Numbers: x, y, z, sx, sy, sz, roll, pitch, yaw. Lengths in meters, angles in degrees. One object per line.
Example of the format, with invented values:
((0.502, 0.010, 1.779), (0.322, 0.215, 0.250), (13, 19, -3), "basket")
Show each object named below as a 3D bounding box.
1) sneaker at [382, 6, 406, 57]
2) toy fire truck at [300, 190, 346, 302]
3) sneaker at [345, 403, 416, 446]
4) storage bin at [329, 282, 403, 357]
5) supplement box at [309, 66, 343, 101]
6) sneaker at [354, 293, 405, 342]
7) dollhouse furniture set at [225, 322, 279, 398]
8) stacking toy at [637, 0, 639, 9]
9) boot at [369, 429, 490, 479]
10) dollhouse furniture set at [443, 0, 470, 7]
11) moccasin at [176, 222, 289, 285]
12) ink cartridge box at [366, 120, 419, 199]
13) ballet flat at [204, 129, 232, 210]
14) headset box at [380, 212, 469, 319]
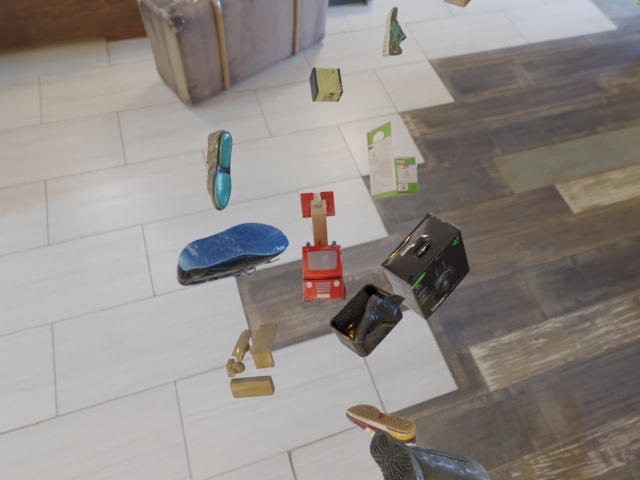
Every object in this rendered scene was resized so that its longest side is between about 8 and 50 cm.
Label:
((0.258, -0.708, 1.535), (0.076, 0.065, 0.166), (8, 97, 8), "sneaker")
((0.000, 0.000, 0.550), (0.047, 0.192, 0.135), (-3, 89, -1), "toy fire truck")
((0.128, 0.426, 0.997), (0.070, 0.186, 0.083), (-6, 95, -40), "sneaker")
((0.131, 0.225, 1.281), (0.180, 0.084, 0.122), (-43, 39, -18), "storage bin")
((0.017, -0.464, 1.343), (0.083, 0.056, 0.083), (-4, 77, -15), "supplement box")
((0.158, 0.206, 1.182), (0.089, 0.051, 0.170), (27, 57, -1), "sneaker")
((-0.177, 0.331, 1.246), (0.144, 0.151, 0.123), (-8, 23, 10), "dollhouse furniture set")
((0.486, -0.403, 0.587), (0.221, 0.166, 0.052), (-8, 42, -48), "stacking toy")
((0.205, 0.411, 0.780), (0.209, 0.189, 0.076), (29, 93, -12), "boot")
((0.075, -0.300, 0.447), (0.101, 0.182, 0.161), (38, 80, 30), "dollhouse furniture set")
((-0.240, 0.034, 1.213), (0.342, 0.116, 0.137), (-10, 55, -44), "moccasin")
((0.256, -0.285, 1.625), (0.097, 0.189, 0.255), (-5, 91, -21), "ink cartridge box")
((-0.270, -0.182, 1.174), (0.068, 0.072, 0.213), (1, 85, 30), "ballet flat")
((0.350, 0.084, 1.478), (0.246, 0.283, 0.131), (-45, 50, -11), "headset box")
